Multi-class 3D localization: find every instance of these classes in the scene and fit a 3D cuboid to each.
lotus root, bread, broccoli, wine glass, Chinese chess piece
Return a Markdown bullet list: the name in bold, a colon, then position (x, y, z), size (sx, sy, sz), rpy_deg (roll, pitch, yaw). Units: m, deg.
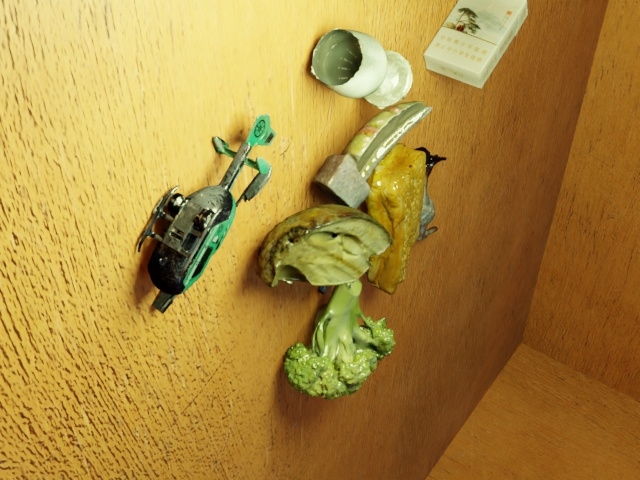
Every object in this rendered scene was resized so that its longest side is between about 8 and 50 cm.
- **lotus root**: position (-0.005, -0.002, 1.690), size (0.210, 0.142, 0.314), rpy_deg (-52, 150, 12)
- **bread**: position (0.176, -0.050, 2.011), size (0.185, 0.109, 0.381), rpy_deg (-55, 154, -39)
- **broccoli**: position (0.074, 0.247, 1.979), size (0.254, 0.186, 0.302), rpy_deg (30, 103, -38)
- **wine glass**: position (0.080, -0.325, 1.593), size (0.241, 0.126, 0.127), rpy_deg (0, 114, -65)
- **Chinese chess piece**: position (0.016, 0.195, 2.072), size (0.084, 0.034, 0.084), rpy_deg (-41, 144, -38)

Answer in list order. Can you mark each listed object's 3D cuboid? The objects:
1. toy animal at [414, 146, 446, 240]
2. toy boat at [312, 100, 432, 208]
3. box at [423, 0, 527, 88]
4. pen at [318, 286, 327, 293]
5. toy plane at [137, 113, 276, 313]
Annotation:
- **toy animal**: position (0.260, -0.086, 2.198), size (0.195, 0.090, 0.324), rpy_deg (-40, 142, -29)
- **toy boat**: position (0.093, -0.181, 1.718), size (0.294, 0.111, 0.276), rpy_deg (-55, 170, 13)
- **box**: position (0.362, -0.481, 1.957), size (0.233, 0.149, 0.067), rpy_deg (-57, 157, -14)
- **pen**: position (0.052, 0.036, 1.999), size (0.204, 0.025, 0.025), rpy_deg (-60, 155, -8)
- **toy plane**: position (-0.183, -0.048, 1.393), size (0.382, 0.106, 0.155), rpy_deg (-62, 161, -4)
